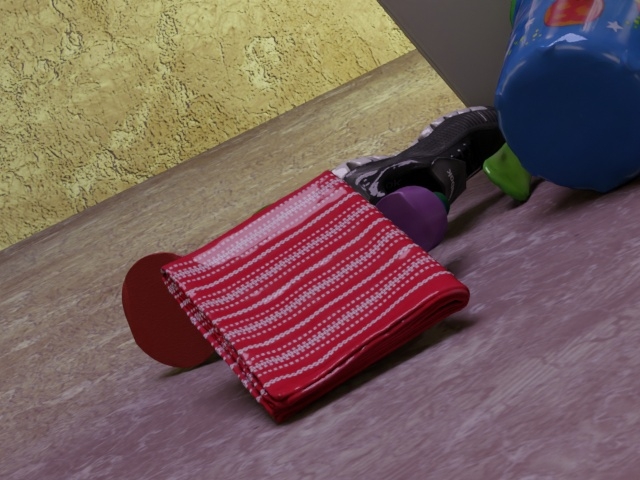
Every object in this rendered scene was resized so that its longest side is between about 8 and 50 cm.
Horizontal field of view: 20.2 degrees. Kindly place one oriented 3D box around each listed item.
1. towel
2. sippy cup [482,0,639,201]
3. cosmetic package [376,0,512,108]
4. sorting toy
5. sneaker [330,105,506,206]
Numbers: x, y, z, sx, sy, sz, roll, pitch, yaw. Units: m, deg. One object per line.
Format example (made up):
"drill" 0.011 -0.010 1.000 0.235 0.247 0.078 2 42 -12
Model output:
"towel" -0.012 0.038 1.573 0.199 0.031 0.275 -31 35 -11
"sippy cup" 0.278 -0.168 1.772 0.240 0.305 0.224 9 35 19
"cosmetic package" 0.241 -0.335 2.096 0.329 0.327 0.393 -39 13 9
"sorting toy" -0.022 0.019 1.790 0.366 0.127 0.126 -21 3 28
"sneaker" 0.122 -0.071 1.877 0.234 0.078 0.106 -24 28 -23
